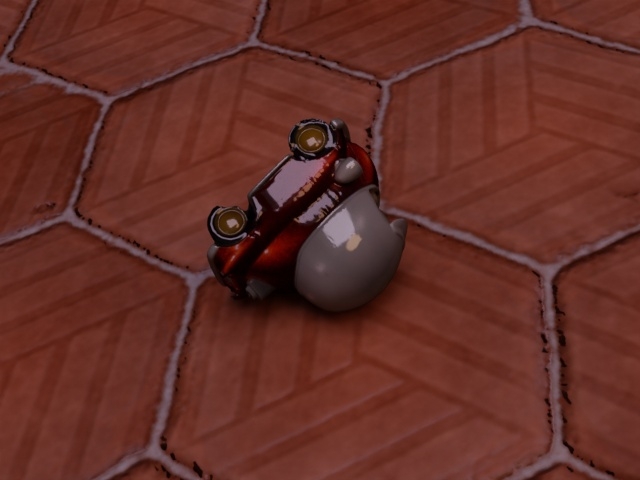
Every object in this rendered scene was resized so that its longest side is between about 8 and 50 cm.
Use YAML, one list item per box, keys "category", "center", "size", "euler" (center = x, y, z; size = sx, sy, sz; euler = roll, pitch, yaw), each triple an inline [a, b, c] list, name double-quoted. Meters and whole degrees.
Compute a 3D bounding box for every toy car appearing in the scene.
- category: "toy car"
  center: [0.000, 0.000, 0.652]
  size: [0.139, 0.112, 0.112]
  euler: [-43, 70, -13]
